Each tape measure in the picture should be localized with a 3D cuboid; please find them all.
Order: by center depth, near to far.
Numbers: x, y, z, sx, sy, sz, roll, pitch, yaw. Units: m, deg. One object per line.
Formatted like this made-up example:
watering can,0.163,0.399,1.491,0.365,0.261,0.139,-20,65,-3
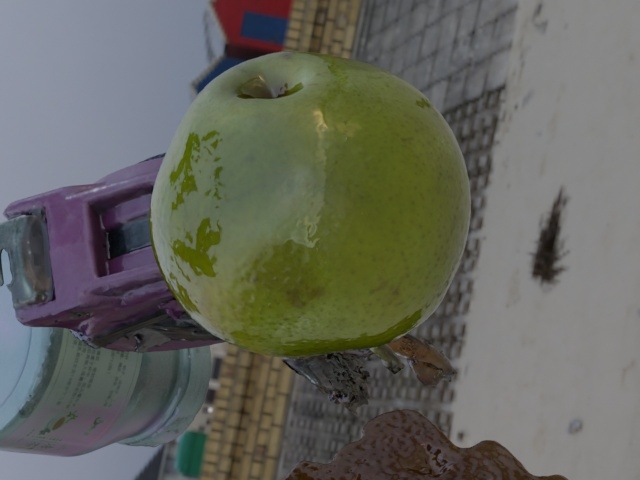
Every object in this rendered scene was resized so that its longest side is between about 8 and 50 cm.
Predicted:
tape measure,-0.123,0.023,0.871,0.231,0.245,0.149,43,-147,-67

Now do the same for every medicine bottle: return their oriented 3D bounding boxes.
medicine bottle,-0.298,0.139,1.236,0.290,0.245,0.245,21,-103,-52

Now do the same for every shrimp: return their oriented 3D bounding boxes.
shrimp,0.051,0.137,1.149,0.290,0.222,0.054,62,-139,-56

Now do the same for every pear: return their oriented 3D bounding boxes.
pear,0.000,0.000,0.589,0.166,0.180,0.216,-106,-2,-50

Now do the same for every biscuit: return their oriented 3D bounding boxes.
biscuit,0.101,0.237,0.808,0.278,0.301,0.043,-40,-48,-53
